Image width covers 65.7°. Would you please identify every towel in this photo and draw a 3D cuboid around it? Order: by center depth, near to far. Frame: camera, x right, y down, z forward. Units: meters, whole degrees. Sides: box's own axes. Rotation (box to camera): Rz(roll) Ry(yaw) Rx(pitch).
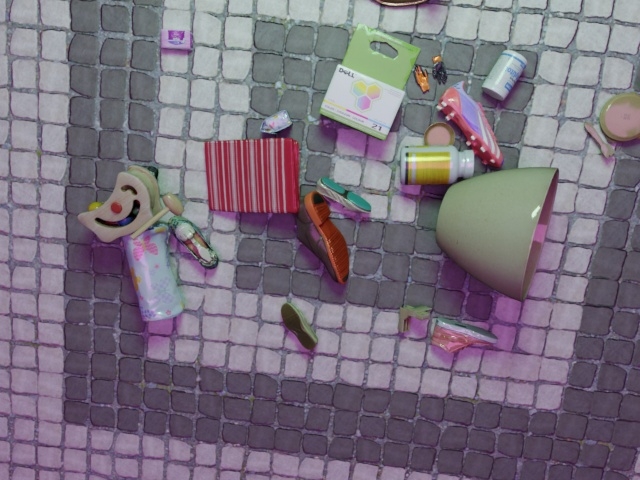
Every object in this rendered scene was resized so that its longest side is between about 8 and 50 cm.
[{"bbox_3d":[-0.184,-0.173,1.335,0.275,0.031,0.199,3,102,20],"label":"towel"}]

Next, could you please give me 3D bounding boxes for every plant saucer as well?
[{"bbox_3d":[0.318,-0.275,1.331,0.083,0.015,0.083,1,101,3],"label":"plant saucer"}]

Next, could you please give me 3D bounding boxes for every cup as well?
[{"bbox_3d":[0.430,-0.036,1.245,0.237,0.331,0.331,15,102,28],"label":"cup"}]

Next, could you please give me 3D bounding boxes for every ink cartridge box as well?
[{"bbox_3d":[0.128,-0.412,1.275,0.189,0.097,0.255,22,102,-1],"label":"ink cartridge box"}]

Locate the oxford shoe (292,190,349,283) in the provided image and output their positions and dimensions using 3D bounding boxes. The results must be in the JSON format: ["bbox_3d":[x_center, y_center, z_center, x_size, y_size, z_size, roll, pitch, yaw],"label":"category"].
[{"bbox_3d":[0.000,0.000,1.374,0.098,0.097,0.271,-17,100,31],"label":"oxford shoe"}]

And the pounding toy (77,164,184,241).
[{"bbox_3d":[-0.498,-0.090,1.259,0.269,0.155,0.154,-20,111,12],"label":"pounding toy"}]

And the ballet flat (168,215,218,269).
[{"bbox_3d":[-0.353,0.002,1.390,0.070,0.070,0.188,-42,98,9],"label":"ballet flat"}]

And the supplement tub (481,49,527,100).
[{"bbox_3d":[0.471,-0.423,1.269,0.071,0.071,0.107,29,100,-3],"label":"supplement tub"}]

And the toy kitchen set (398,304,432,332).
[{"bbox_3d":[0.276,0.227,1.403,0.068,0.083,0.075,-6,104,-38],"label":"toy kitchen set"}]

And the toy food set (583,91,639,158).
[{"bbox_3d":[0.796,-0.318,1.294,0.192,0.038,0.132,-37,89,14],"label":"toy food set"}]

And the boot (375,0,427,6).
[{"bbox_3d":[0.147,-0.663,1.220,0.305,0.115,0.112,13,96,-2],"label":"boot"}]

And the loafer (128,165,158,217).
[{"bbox_3d":[-0.528,-0.119,1.372,0.078,0.076,0.223,35,104,-12],"label":"loafer"}]

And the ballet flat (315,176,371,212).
[{"bbox_3d":[0.062,-0.115,1.363,0.168,0.057,0.052,33,128,0],"label":"ballet flat"}]

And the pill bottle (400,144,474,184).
[{"bbox_3d":[0.301,-0.197,1.295,0.184,0.103,0.103,1,100,9],"label":"pill bottle"}]

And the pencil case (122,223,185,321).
[{"bbox_3d":[-0.466,0.089,1.390,0.113,0.124,0.273,1,103,48],"label":"pencil case"}]

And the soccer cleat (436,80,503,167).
[{"bbox_3d":[0.410,-0.300,1.294,0.095,0.083,0.248,-43,96,-3],"label":"soccer cleat"}]

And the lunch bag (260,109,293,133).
[{"bbox_3d":[-0.118,-0.310,1.319,0.083,0.071,0.053,-23,102,5],"label":"lunch bag"}]

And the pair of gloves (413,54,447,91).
[{"bbox_3d":[0.290,-0.440,1.305,0.083,0.010,0.074,-23,99,5],"label":"pair of gloves"}]

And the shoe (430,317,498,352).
[{"bbox_3d":[0.406,0.283,1.409,0.178,0.063,0.081,16,102,5],"label":"shoe"}]

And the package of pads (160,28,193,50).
[{"bbox_3d":[-0.380,-0.531,1.311,0.083,0.032,0.050,3,102,2],"label":"package of pads"}]

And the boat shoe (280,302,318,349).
[{"bbox_3d":[-0.059,0.244,1.437,0.056,0.048,0.153,-38,90,21],"label":"boat shoe"}]
